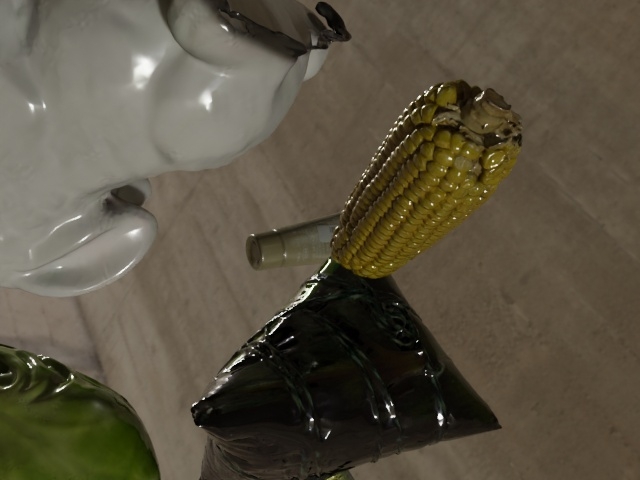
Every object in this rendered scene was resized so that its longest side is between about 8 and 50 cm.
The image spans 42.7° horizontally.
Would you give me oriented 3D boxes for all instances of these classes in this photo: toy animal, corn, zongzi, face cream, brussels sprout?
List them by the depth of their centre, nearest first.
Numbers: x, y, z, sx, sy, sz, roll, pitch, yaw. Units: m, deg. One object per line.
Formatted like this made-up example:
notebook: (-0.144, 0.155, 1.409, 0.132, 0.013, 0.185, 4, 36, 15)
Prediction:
toy animal: (-0.170, -0.088, 0.604, 0.257, 0.357, 0.194, 28, -149, -47)
corn: (0.099, -0.051, 0.842, 0.119, 0.322, 0.119, 9, -122, -15)
brussels sprout: (-0.375, 0.269, 0.979, 0.354, 0.281, 0.289, 43, 158, -17)
zongzi: (-0.028, 0.220, 1.080, 0.383, 0.362, 0.319, -22, -109, -31)
face cream: (0.000, 0.000, 1.847, 0.341, 0.084, 0.137, -11, -102, -29)

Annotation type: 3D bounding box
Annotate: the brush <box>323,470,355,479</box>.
brush: (0.065, 0.446, 1.211, 0.313, 0.067, 0.072, 59, 173, 6)
